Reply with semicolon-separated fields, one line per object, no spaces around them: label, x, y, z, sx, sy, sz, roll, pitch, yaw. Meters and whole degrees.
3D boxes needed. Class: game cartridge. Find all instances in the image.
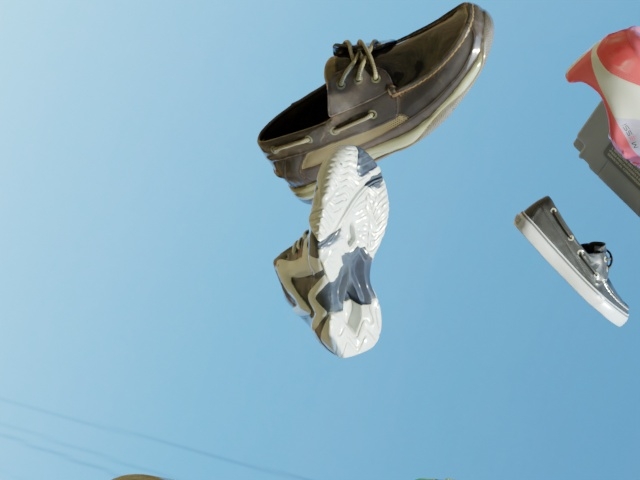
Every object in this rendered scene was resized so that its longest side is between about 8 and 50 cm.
game cartridge;0.488;-0.093;1.493;0.297;0.062;0.198;49;-41;18

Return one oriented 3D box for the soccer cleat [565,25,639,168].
soccer cleat;0.327;-0.085;1.053;0.095;0.248;0.083;-27;-169;31

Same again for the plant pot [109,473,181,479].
plant pot;-0.055;0.330;0.969;0.257;0.274;0.256;-9;-104;42

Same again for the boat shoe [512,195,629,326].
boat shoe;0.374;0.025;1.595;0.076;0.228;0.080;-44;-171;11

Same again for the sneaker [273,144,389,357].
sneaker;0.000;0.000;1.251;0.153;0.094;0.234;25;-53;54

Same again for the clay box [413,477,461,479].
clay box;0.174;0.282;0.970;0.053;0.222;0.127;116;-18;-64

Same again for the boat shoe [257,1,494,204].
boat shoe;0.058;-0.178;1.392;0.355;0.130;0.132;-39;-150;28
